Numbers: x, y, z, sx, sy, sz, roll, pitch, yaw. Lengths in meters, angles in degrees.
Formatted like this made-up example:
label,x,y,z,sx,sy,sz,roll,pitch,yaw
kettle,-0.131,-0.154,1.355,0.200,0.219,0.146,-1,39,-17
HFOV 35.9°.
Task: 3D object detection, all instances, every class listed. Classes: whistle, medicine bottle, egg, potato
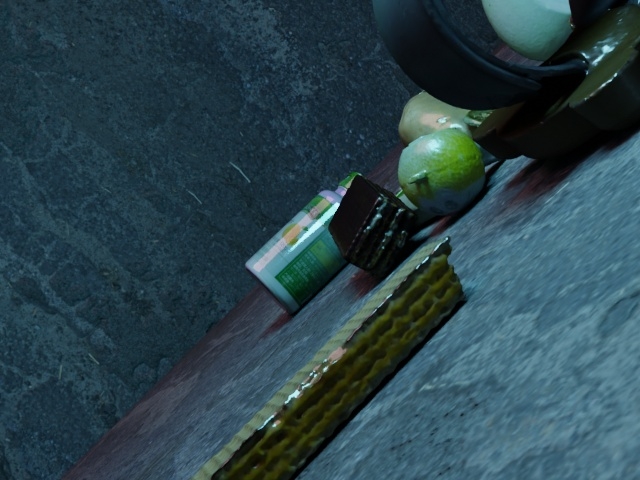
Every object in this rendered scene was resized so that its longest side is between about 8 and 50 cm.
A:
label,x,y,z,sx,sy,sz,roll,pitch,yaw
whistle,0.189,-0.093,1.355,0.123,0.123,0.223,-40,-15,37
medicine bottle,0.000,0.000,1.828,0.274,0.133,0.133,-43,4,-9
egg,0.427,-0.407,1.764,0.270,0.162,0.206,-12,-31,1
potato,0.212,-0.201,1.723,0.161,0.128,0.235,-9,16,13

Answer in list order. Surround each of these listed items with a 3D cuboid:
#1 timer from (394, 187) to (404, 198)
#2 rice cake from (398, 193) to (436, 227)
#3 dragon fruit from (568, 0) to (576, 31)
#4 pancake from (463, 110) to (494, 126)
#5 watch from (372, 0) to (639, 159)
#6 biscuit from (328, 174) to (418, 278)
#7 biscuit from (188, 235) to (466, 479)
label,x,y,z,sx,sy,sz,roll,pitch,yaw
timer,0.157,-0.074,1.691,0.140,0.047,0.128,-44,3,-9
rice cake,0.139,-0.045,1.513,0.057,0.052,0.256,-49,5,-23
dragon fruit,0.427,-0.353,1.437,0.133,0.136,0.166,-6,27,16
pancake,0.282,-0.199,1.588,0.108,0.017,0.108,-4,23,2
watch,0.239,-0.291,1.083,0.335,0.327,0.314,-43,8,-12
biscuit,0.071,-0.026,1.465,0.106,0.070,0.252,-61,11,7
biscuit,-0.005,0.147,0.910,0.378,0.054,0.094,-44,3,-13
